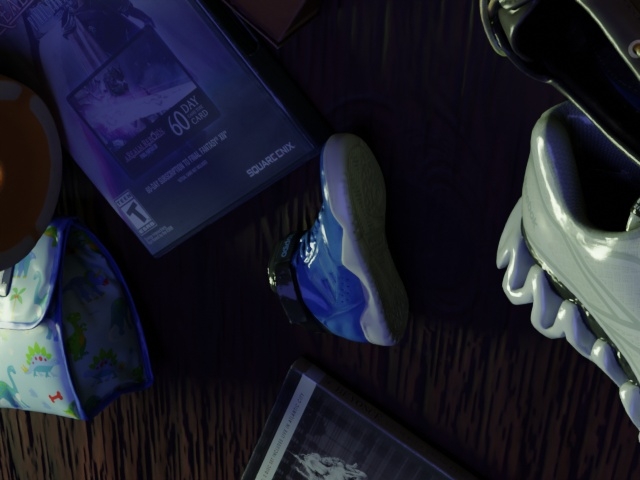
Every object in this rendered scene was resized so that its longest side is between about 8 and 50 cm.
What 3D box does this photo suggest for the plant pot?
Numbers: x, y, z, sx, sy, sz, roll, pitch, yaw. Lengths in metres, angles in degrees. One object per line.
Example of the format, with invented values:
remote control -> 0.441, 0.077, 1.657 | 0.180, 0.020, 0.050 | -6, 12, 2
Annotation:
plant pot -> -0.288, -0.055, 0.932 | 0.188, 0.205, 0.205 | 9, 127, 28

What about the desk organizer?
desk organizer -> -0.051, -0.174, 0.770 | 0.130, 0.047, 0.050 | 41, 135, 3

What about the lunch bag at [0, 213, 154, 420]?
lunch bag -> -0.210, 0.052, 1.042 | 0.129, 0.096, 0.151 | 2, 109, 39

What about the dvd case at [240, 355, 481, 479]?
dvd case -> 0.051, 0.195, 1.005 | 0.221, 0.018, 0.164 | 33, 138, 10

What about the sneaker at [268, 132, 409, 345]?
sneaker -> 0.000, 0.001, 0.860 | 0.085, 0.058, 0.152 | 3, 131, 25

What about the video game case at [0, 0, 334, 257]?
video game case -> -0.137, -0.130, 0.887 | 0.274, 0.026, 0.196 | 51, 137, -9

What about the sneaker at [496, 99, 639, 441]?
sneaker -> 0.186, 0.041, 0.638 | 0.292, 0.110, 0.118 | 46, 153, 37

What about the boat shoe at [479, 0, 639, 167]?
boat shoe -> 0.116, -0.106, 0.629 | 0.228, 0.069, 0.081 | 46, 156, 34
